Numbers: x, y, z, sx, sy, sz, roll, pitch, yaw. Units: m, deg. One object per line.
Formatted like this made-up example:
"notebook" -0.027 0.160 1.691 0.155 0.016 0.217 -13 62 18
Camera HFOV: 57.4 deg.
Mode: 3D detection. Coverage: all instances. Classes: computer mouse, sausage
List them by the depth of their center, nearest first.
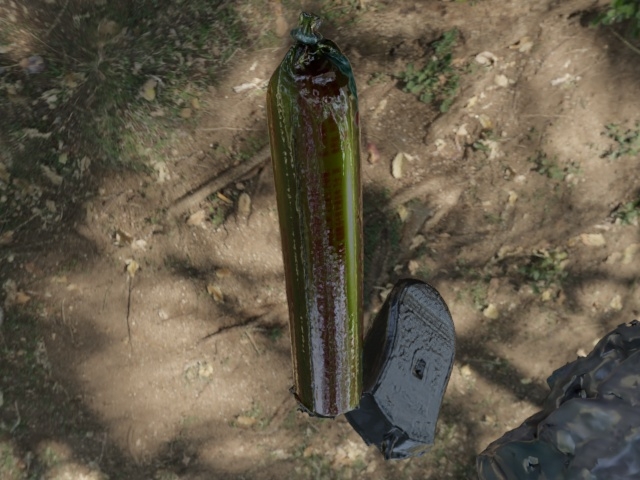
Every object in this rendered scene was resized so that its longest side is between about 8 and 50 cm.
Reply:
"sausage" 0.000 0.000 0.490 0.082 0.082 0.372 -15 127 -16
"computer mouse" 0.108 0.179 0.811 0.147 0.088 0.264 40 48 -18

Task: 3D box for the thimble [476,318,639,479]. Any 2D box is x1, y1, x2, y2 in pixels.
"thimble" 0.206 0.141 0.340 0.205 0.172 0.236 -36 158 -6
